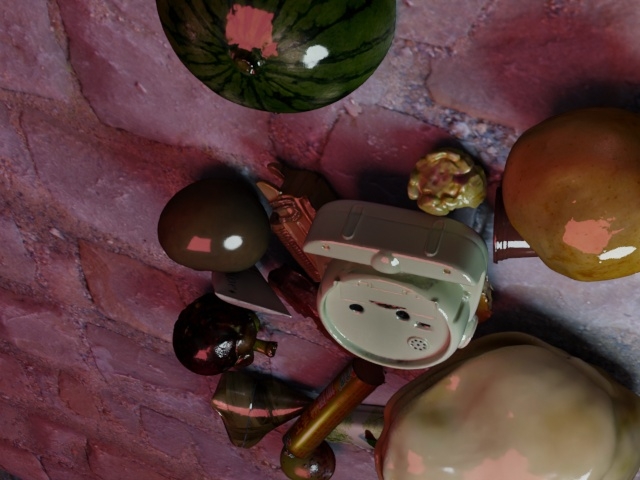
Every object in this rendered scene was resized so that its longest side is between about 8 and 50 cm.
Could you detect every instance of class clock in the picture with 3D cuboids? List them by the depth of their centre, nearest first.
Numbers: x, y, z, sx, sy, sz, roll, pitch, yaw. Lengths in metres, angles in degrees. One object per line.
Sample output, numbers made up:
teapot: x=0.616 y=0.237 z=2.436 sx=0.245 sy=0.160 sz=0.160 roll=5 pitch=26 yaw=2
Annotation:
clock: x=0.115 y=0.089 z=1.556 sx=0.265 sy=0.108 sz=0.324 roll=10 pitch=139 yaw=14

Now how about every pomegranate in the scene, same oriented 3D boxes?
pomegranate: x=0.342 y=-0.057 z=1.252 sx=0.233 sy=0.233 sz=0.233 roll=19 pitch=144 yaw=15
pomegranate: x=-0.029 y=0.508 z=2.262 sx=0.130 sy=0.159 sz=0.129 roll=0 pitch=148 yaw=0

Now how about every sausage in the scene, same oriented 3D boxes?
sausage: x=0.011 y=0.344 z=2.038 sx=0.082 sy=0.082 sz=0.371 roll=33 pitch=133 yaw=-5

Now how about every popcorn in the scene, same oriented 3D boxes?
popcorn: x=0.181 y=-0.084 z=1.445 sx=0.109 sy=0.089 sz=0.096 roll=1 pitch=97 yaw=13

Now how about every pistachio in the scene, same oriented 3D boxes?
pistachio: x=0.306 y=0.322 z=1.635 sx=0.446 sy=0.281 sz=0.365 roll=-11 pitch=109 yaw=3

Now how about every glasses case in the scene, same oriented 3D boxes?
glasses case: x=0.120 y=0.388 z=2.086 sx=0.272 sy=0.062 sz=0.095 roll=-2 pitch=134 yaw=37

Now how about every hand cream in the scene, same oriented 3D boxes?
hand cream: x=-0.138 y=0.082 z=1.765 sx=0.133 sy=0.083 sz=0.248 roll=16 pitch=-174 yaw=-17

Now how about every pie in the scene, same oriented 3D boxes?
pie: x=-0.003 y=0.120 z=1.780 sx=0.219 sy=0.054 sz=0.204 roll=40 pitch=172 yaw=14

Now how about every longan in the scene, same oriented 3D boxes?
longan: x=-0.176 y=-0.022 z=1.702 sx=0.189 sy=0.189 sz=0.189 roll=19 pitch=144 yaw=15

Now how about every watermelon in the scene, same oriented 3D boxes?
watermelon: x=-0.086 y=-0.278 z=1.316 sx=0.331 sy=0.189 sz=0.330 roll=21 pitch=140 yaw=19

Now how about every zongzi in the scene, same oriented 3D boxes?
zongzi: x=-0.101 y=0.383 z=2.209 sx=0.242 sy=0.112 sz=0.221 roll=6 pitch=143 yaw=12

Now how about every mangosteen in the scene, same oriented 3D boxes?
mangosteen: x=-0.200 y=0.191 z=1.993 sx=0.173 sy=0.172 sz=0.184 roll=-4 pitch=152 yaw=38

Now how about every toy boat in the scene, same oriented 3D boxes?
toy boat: x=0.000 y=0.000 z=1.666 sx=0.115 sy=0.089 sz=0.310 roll=-14 pitch=126 yaw=34

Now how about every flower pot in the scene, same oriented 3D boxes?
flower pot: x=0.291 y=-0.020 z=1.436 sx=0.089 sy=0.111 sz=0.111 roll=3 pitch=139 yaw=12

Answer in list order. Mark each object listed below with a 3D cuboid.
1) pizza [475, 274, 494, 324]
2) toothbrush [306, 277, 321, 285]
pizza: x=0.210 y=0.079 z=1.636 sx=0.147 sy=0.069 sz=0.226 roll=-4 pitch=133 yaw=27
toothbrush: x=0.049 y=0.090 z=1.812 sx=0.162 sy=0.014 sz=0.017 roll=15 pitch=161 yaw=19
